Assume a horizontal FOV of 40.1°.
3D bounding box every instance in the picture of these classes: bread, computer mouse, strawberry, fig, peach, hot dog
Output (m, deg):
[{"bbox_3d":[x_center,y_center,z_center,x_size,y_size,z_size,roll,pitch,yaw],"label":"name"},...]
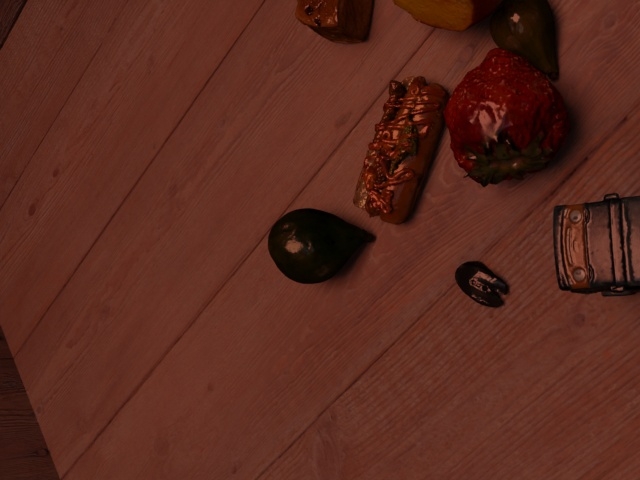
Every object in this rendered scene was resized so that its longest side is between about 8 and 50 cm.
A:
[{"bbox_3d":[0.038,-0.569,2.145,0.149,0.158,0.143,9,88,42],"label":"bread"},{"bbox_3d":[0.342,0.094,1.896,0.135,0.047,0.079,34,109,35],"label":"computer mouse"},{"bbox_3d":[0.373,-0.262,1.781,0.257,0.257,0.277,-26,57,37],"label":"strawberry"},{"bbox_3d":[0.431,-0.426,1.812,0.133,0.126,0.185,-35,60,19],"label":"fig"},{"bbox_3d":[0.000,0.000,2.121,0.244,0.195,0.196,-19,73,17],"label":"fig"},{"bbox_3d":[0.292,-0.616,1.864,0.306,0.242,0.381,-1,64,23],"label":"peach"},{"bbox_3d":[0.177,-0.208,2.016,0.158,0.117,0.349,30,105,38],"label":"hot dog"}]

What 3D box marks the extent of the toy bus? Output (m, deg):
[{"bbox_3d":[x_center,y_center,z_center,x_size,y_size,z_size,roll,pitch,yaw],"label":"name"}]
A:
[{"bbox_3d":[0.549,0.015,1.542,0.194,0.323,0.162,-6,82,38],"label":"toy bus"}]
